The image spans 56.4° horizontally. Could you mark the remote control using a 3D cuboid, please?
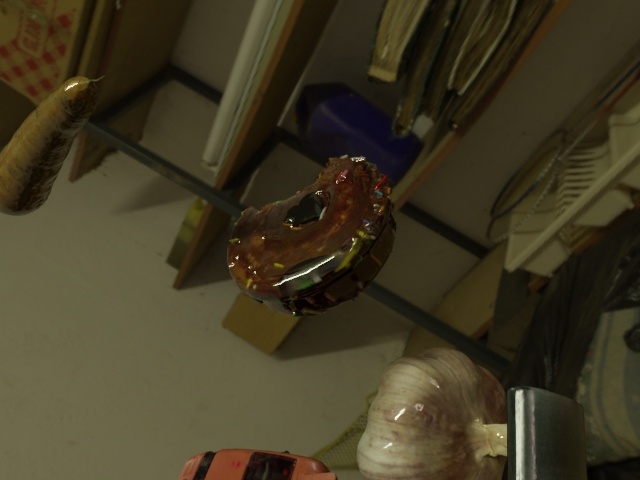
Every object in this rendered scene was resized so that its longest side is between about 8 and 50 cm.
[{"bbox_3d":[0.165,0.303,0.422,0.044,0.107,0.378,-17,58,46],"label":"remote control"}]

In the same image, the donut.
[{"bbox_3d":[-0.001,0.000,0.753,0.230,0.096,0.216,-36,37,-3],"label":"donut"}]

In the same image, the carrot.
[{"bbox_3d":[-0.303,-0.112,0.667,0.298,0.078,0.078,-30,21,42],"label":"carrot"}]

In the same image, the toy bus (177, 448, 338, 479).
[{"bbox_3d":[-0.022,0.455,0.745,0.232,0.427,0.203,-15,31,21],"label":"toy bus"}]

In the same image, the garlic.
[{"bbox_3d":[0.202,0.270,0.806,0.253,0.245,0.245,-6,45,46],"label":"garlic"}]
